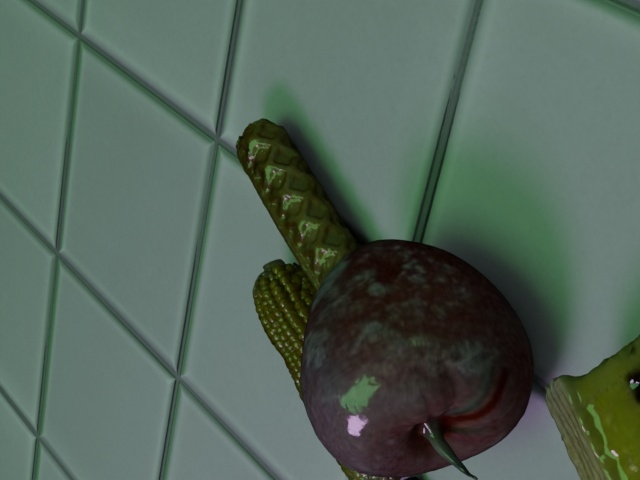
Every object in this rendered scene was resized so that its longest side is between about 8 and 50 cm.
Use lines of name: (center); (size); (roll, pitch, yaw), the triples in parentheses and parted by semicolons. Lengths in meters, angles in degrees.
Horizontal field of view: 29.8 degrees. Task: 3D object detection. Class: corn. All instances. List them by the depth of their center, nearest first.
corn: (0.007, 0.160, 1.472); (0.097, 0.097, 0.320); (-47, 63, 46)

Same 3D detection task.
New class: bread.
bread: (0.001, -0.001, 1.452); (0.077, 0.084, 0.367); (-35, 66, 4)

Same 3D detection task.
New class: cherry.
cherry: (0.095, 0.134, 1.240); (0.213, 0.236, 0.285); (102, 150, -47)

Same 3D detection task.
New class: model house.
model house: (0.316, 0.174, 1.045); (0.193, 0.175, 0.234); (65, 150, 16)

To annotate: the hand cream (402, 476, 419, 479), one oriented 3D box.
hand cream: (0.138, 0.351, 1.397); (0.062, 0.039, 0.163); (-46, 64, 29)
